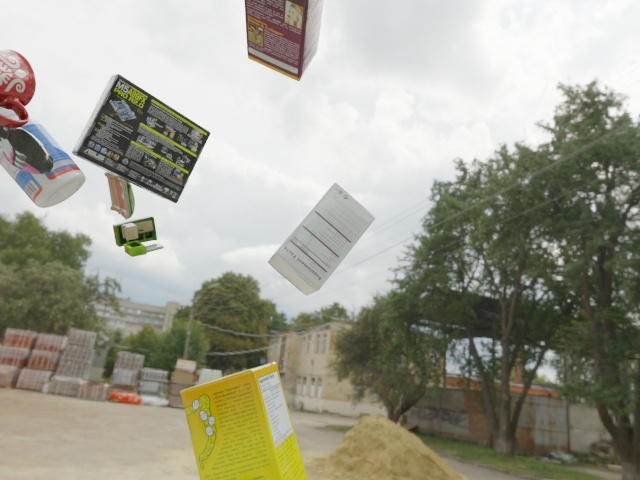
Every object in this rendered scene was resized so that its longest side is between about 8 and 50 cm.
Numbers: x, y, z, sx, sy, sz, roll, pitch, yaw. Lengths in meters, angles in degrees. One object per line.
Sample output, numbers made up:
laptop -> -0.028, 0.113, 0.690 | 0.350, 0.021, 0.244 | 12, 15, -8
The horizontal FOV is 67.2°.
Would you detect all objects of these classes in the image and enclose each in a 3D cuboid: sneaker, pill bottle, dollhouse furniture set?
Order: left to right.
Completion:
sneaker -> -0.596, -0.196, 0.961 | 0.178, 0.072, 0.077 | 38, 6, 7
pill bottle -> -0.644, -0.192, 1.069 | 0.222, 0.124, 0.124 | 51, -27, -3
dollhouse furniture set -> -0.680, -0.115, 1.791 | 0.151, 0.302, 0.197 | -16, 22, -36

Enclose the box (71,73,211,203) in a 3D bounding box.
box -> -0.439, -0.246, 1.209 | 0.270, 0.216, 0.060 | 28, -8, -40

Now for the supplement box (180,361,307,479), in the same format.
supplement box -> -0.175, 0.503, 1.170 | 0.195, 0.357, 0.194 | -18, -12, 8

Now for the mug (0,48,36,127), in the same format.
mug -> -0.599, -0.283, 0.849 | 0.150, 0.113, 0.169 | 33, 16, 3

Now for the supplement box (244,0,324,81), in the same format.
supplement box -> -0.056, -0.357, 0.756 | 0.104, 0.081, 0.188 | 25, -21, 3

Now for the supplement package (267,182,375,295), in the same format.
supplement package -> 0.000, 0.000, 0.908 | 0.105, 0.179, 0.105 | 41, -18, -4
